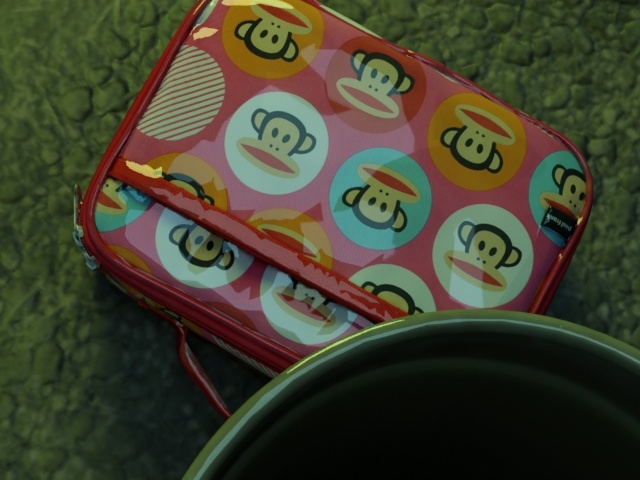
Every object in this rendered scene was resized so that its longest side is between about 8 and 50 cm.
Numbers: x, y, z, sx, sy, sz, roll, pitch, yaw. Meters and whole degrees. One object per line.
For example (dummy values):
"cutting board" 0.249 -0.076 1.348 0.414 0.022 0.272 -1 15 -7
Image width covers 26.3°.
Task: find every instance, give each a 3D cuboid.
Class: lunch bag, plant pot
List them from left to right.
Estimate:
"lunch bag" 0.000 0.000 0.872 0.293 0.120 0.258 28 76 1
"plant pot" 0.056 0.223 0.724 0.323 0.280 0.323 3 73 -9
